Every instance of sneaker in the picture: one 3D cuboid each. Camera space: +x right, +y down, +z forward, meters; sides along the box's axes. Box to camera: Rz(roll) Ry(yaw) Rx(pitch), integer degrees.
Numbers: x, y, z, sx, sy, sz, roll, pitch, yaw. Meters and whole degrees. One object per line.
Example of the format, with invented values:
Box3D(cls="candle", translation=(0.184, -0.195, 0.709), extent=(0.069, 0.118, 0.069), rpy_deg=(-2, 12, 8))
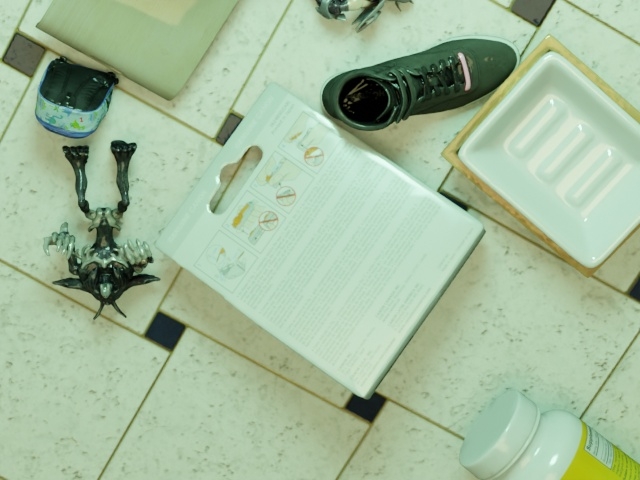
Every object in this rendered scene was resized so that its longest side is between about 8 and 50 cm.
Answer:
Box3D(cls="sneaker", translation=(0.144, -0.216, 1.927), extent=(0.296, 0.147, 0.104), rpy_deg=(-13, 103, 4))

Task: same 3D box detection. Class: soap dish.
Box3D(cls="soap dish", translation=(0.354, -0.122, 1.962), extent=(0.291, 0.118, 0.229), rpy_deg=(39, 104, -9))

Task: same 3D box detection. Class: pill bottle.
Box3D(cls="pill bottle", translation=(0.382, 0.379, 2.068), extent=(0.334, 0.188, 0.188), rpy_deg=(37, 104, -8))

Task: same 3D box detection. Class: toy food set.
Box3D(cls="toy food set", translation=(-0.233, -0.373, 1.934), extent=(0.220, 0.092, 0.306), rpy_deg=(29, 106, -18))

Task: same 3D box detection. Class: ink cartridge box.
Box3D(cls="ink cartridge box", translation=(0.000, 0.000, 2.004), extent=(0.385, 0.091, 0.308), rpy_deg=(35, 89, 9))

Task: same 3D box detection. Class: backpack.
Box3D(cls="backpack", translation=(-0.358, -0.196, 1.964), extent=(0.105, 0.114, 0.084), rpy_deg=(17, 126, -5))

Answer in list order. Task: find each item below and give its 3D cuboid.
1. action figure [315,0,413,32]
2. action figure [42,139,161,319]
Box3D(cls="action figure", translation=(0.027, -0.411, 1.895), extent=(0.285, 0.099, 0.185), rpy_deg=(32, 92, -26))
Box3D(cls="action figure", translation=(-0.324, -0.004, 2.008), extent=(0.164, 0.141, 0.275), rpy_deg=(-2, 103, 1))
